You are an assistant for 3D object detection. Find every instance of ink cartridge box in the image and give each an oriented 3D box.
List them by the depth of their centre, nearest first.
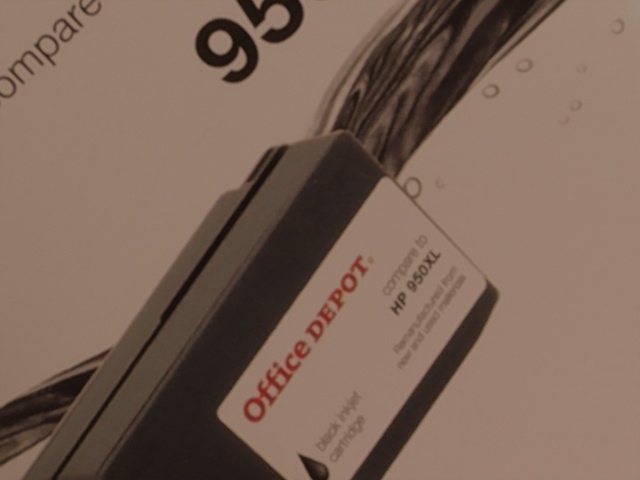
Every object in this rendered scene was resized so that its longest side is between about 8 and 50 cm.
[{"bbox_3d":[0.000,0.000,0.633,0.395,0.285,0.166,46,8,-10],"label":"ink cartridge box"}]
